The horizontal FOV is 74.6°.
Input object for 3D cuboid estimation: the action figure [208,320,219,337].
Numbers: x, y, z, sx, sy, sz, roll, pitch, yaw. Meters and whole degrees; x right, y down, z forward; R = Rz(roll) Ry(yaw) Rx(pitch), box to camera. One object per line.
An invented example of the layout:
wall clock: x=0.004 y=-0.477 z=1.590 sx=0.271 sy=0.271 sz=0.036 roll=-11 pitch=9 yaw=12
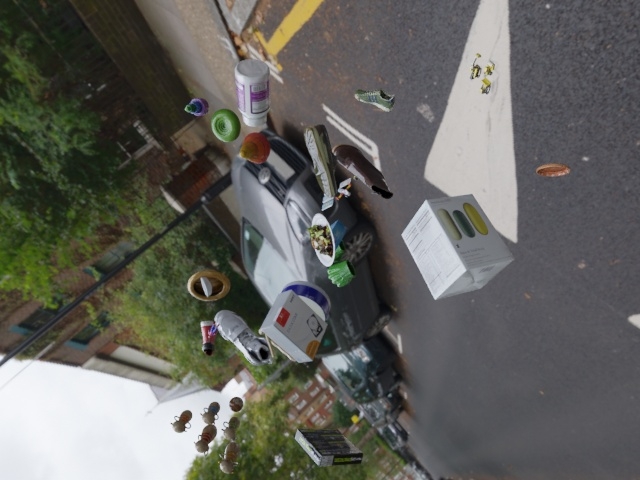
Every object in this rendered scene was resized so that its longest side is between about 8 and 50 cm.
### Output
action figure: x=-0.528 y=0.442 z=2.058 sx=0.038 sy=0.030 sz=0.115 roll=29 pitch=127 yaw=-4

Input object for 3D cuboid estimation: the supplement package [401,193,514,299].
supplement package: x=0.437 y=0.018 z=1.372 sx=0.198 sy=0.199 sz=0.263 roll=114 pitch=141 yaw=-52

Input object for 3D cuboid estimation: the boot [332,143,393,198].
boot: x=0.169 y=-0.273 z=1.650 sx=0.248 sy=0.090 sz=0.207 roll=25 pitch=-155 yaw=-32

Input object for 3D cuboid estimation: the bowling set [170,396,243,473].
bowling set: x=-0.369 y=0.653 z=1.498 sx=0.286 sy=0.200 sz=0.154 roll=32 pitch=-178 yaw=-1

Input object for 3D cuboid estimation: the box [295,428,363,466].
box: x=0.031 y=0.753 z=1.539 sx=0.190 sy=0.045 sz=0.184 roll=15 pitch=177 yaw=-32

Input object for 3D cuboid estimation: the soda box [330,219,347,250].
soda box: x=0.059 y=-0.009 z=2.080 sx=0.071 sy=0.210 sz=0.067 roll=43 pitch=131 yaw=-11

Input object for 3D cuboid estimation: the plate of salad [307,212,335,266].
plate of salad: x=0.000 y=0.000 z=1.552 sx=0.199 sy=0.048 sz=0.200 roll=169 pitch=90 yaw=-67

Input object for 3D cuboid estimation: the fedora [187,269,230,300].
fedora: x=-0.520 y=0.196 z=1.970 sx=0.194 sy=0.194 sz=0.079 roll=55 pitch=-170 yaw=-33

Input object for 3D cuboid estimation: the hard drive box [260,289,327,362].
hard drive box: x=-0.101 y=0.344 z=1.676 sx=0.089 sy=0.181 sz=0.232 roll=-23 pitch=121 yaw=42

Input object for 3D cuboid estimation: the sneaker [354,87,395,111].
sneaker: x=0.254 y=-0.667 z=1.924 sx=0.191 sy=0.064 sz=0.086 roll=24 pitch=147 yaw=2

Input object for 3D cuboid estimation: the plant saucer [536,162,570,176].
plant saucer: x=0.650 y=-0.198 z=1.175 sx=0.083 sy=0.014 sz=0.083 roll=7 pitch=170 yaw=1

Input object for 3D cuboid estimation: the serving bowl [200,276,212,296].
serving bowl: x=-0.463 y=0.187 z=1.721 sx=0.083 sy=0.027 sz=0.084 roll=44 pitch=143 yaw=45

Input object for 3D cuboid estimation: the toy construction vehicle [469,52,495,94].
toy construction vehicle: x=0.485 y=-0.503 z=1.274 sx=0.098 sy=0.035 sz=0.086 roll=85 pitch=163 yaw=-57

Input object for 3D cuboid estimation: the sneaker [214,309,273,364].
sneaker: x=-0.375 y=0.492 z=2.125 sx=0.366 sy=0.137 sz=0.210 roll=50 pitch=154 yaw=-11

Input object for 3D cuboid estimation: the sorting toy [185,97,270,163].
sorting toy: x=-0.365 y=-0.411 z=1.586 sx=0.365 sy=0.127 sz=0.126 roll=37 pitch=-150 yaw=2

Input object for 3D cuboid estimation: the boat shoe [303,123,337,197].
boat shoe: x=0.018 y=-0.242 z=1.274 sx=0.080 sy=0.073 sz=0.224 roll=19 pitch=133 yaw=61

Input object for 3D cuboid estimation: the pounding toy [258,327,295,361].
pounding toy: x=-0.152 y=0.476 z=1.999 sx=0.269 sy=0.154 sz=0.155 roll=32 pitch=126 yaw=29

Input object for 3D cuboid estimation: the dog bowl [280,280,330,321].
dog bowl: x=-0.087 y=0.335 z=2.124 sx=0.264 sy=0.104 sz=0.265 roll=9 pitch=129 yaw=11

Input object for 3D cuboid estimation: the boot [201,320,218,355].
boot: x=-0.605 y=0.542 z=2.295 sx=0.244 sy=0.088 sz=0.177 roll=107 pitch=156 yaw=-72

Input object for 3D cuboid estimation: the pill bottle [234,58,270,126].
pill bottle: x=-0.335 y=-0.729 z=2.107 sx=0.169 sy=0.169 sz=0.302 roll=44 pitch=151 yaw=22

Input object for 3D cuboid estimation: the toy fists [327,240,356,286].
toy fists: x=0.092 y=0.118 z=2.317 sx=0.096 sy=0.142 sz=0.280 roll=11 pitch=-128 yaw=-58

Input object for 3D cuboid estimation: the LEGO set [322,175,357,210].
LEGO set: x=0.102 y=-0.287 z=2.359 sx=0.060 sy=0.244 sz=0.183 roll=45 pitch=-143 yaw=-30
